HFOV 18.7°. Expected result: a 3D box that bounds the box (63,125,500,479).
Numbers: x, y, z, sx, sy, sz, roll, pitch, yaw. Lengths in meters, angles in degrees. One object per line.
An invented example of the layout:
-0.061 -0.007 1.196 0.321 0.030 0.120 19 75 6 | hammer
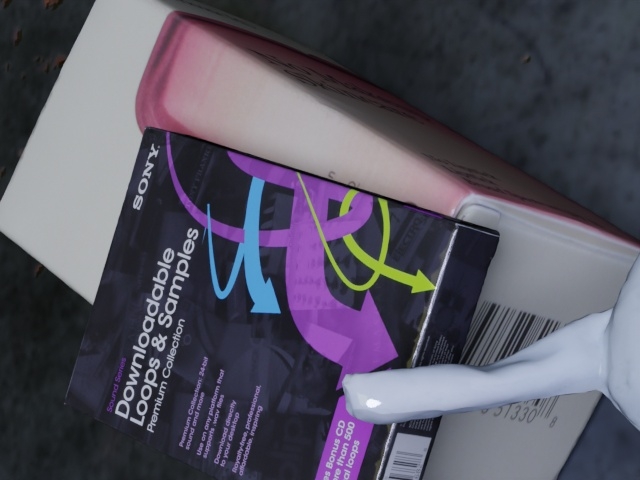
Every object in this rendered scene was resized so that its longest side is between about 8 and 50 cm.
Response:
-0.020 0.031 0.705 0.162 0.029 0.116 19 93 43 | box

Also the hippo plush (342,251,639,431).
0.208 -0.016 0.640 0.294 0.234 0.236 -20 42 37 | hippo plush

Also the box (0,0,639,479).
0.000 0.000 0.816 0.232 0.149 0.126 35 103 40 | box
